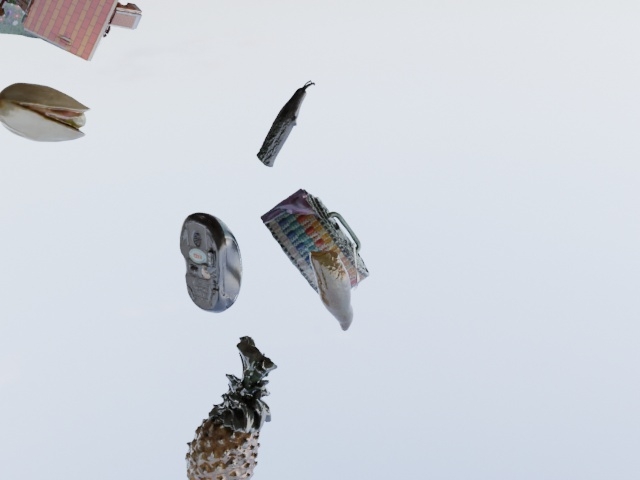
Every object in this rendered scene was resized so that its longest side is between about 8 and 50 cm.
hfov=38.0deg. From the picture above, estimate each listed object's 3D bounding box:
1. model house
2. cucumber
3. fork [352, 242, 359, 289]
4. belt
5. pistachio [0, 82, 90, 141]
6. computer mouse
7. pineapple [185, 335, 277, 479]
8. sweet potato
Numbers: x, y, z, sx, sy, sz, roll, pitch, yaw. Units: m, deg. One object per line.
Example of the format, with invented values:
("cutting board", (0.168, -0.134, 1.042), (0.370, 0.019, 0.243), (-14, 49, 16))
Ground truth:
("model house", (-0.323, -0.354, 1.185), (0.154, 0.294, 0.207), (45, -151, 24))
("cucumber", (-0.058, -0.202, 1.587), (0.039, 0.163, 0.043), (36, -166, 27))
("fork", (0.083, 0.062, 2.197), (0.012, 0.115, 0.016), (-1, -176, 21))
("belt", (0.000, 0.000, 2.295), (0.160, 0.295, 0.207), (-35, -168, 7))
("pistachio", (-0.646, -0.295, 2.150), (0.215, 0.144, 0.144), (10, -156, -1))
("computer mouse", (-0.238, 0.044, 2.060), (0.096, 0.233, 0.137), (-19, -153, -40))
("pineapple", (-0.170, 0.339, 1.821), (0.141, 0.310, 0.170), (14, -165, -17))
("sweet potato", (0.037, 0.115, 2.051), (0.077, 0.243, 0.077), (-14, -147, 10))
